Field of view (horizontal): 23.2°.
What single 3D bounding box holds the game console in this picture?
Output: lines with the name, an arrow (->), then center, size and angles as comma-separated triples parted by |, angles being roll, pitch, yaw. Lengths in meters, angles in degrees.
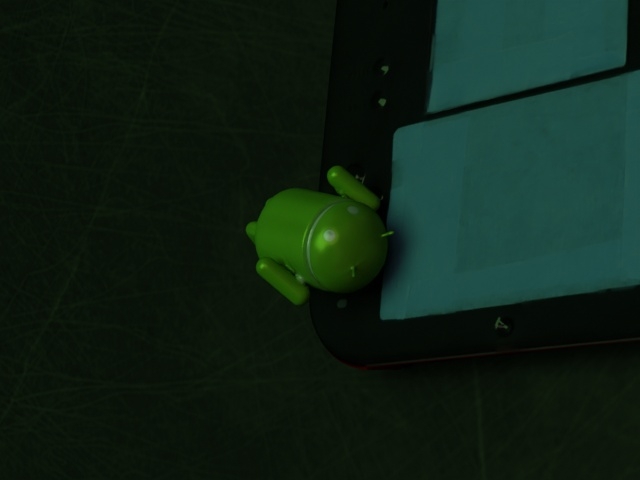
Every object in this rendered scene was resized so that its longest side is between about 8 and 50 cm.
game console -> 0.144, -0.089, 1.060 | 0.387, 0.060, 0.341 | -10, 73, 44

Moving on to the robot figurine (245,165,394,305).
robot figurine -> 0.000, 0.000, 1.098 | 0.115, 0.067, 0.101 | 15, 58, 48
